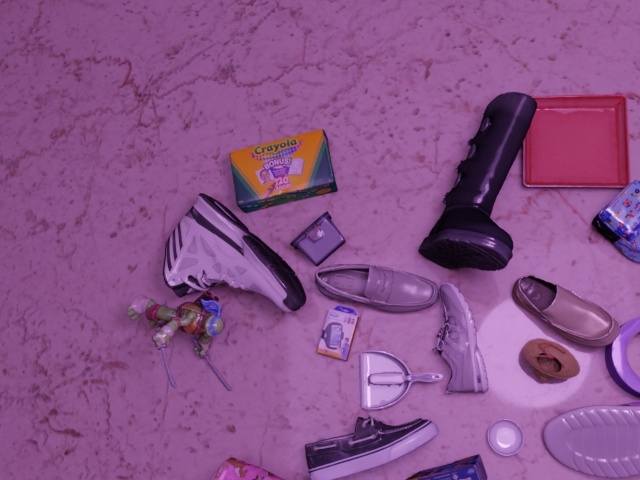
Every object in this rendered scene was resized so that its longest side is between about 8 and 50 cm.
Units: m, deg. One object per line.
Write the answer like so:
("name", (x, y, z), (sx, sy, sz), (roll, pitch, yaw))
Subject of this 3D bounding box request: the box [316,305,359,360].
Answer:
("box", (0.048, 0.238, 1.697), (0.081, 0.028, 0.136), (12, 79, 15))

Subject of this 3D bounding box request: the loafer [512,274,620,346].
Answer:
("loafer", (0.572, 0.163, 1.546), (0.269, 0.092, 0.101), (27, 84, 34))

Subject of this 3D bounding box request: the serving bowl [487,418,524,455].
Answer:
("serving bowl", (0.440, 0.468, 1.547), (0.083, 0.027, 0.083), (-3, 73, 12))

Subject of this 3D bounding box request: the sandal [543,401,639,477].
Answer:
("sandal", (0.721, 0.429, 1.462), (0.417, 0.102, 0.169), (-16, 89, 23))

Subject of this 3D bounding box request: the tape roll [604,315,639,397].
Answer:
("tape roll", (0.767, 0.271, 1.508), (0.189, 0.080, 0.188), (-3, 73, 11))

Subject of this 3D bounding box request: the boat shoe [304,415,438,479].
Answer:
("boat shoe", (0.112, 0.481, 1.563), (0.335, 0.121, 0.119), (-23, 75, 7))

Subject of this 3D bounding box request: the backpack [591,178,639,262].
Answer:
("backpack", (0.777, -0.040, 1.578), (0.158, 0.117, 0.173), (-40, 73, 0))

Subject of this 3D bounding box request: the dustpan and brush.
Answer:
("dustpan and brush", (0.197, 0.343, 1.617), (0.211, 0.060, 0.147), (-4, 73, 11))

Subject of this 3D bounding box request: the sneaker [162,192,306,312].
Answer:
("sneaker", (-0.251, 0.097, 1.754), (0.447, 0.169, 0.257), (42, 95, 26))

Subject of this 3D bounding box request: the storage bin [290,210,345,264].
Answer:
("storage bin", (0.000, 0.000, 1.747), (0.135, 0.098, 0.091), (-42, 81, -2))

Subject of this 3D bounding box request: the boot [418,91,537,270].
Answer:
("boot", (0.422, -0.153, 1.571), (0.146, 0.367, 0.445), (32, 81, -13))

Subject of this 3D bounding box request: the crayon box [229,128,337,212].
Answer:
("crayon box", (-0.104, -0.193, 1.825), (0.279, 0.081, 0.165), (-13, 72, 8))

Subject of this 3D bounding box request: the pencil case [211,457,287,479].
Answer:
("pencil case", (-0.091, 0.654, 1.537), (0.386, 0.160, 0.167), (21, 74, 16))

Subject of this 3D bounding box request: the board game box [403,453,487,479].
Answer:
("board game box", (0.301, 0.545, 1.488), (0.194, 0.194, 0.060), (-24, 72, 25))

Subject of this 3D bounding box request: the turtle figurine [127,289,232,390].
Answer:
("turtle figurine", (-0.379, 0.256, 1.686), (0.266, 0.198, 0.274), (16, 110, 36))

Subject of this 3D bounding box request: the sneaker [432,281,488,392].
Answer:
("sneaker", (0.326, 0.239, 1.597), (0.115, 0.105, 0.281), (-14, 72, 8))

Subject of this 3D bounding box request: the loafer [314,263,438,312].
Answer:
("loafer", (0.140, 0.119, 1.667), (0.320, 0.111, 0.112), (4, 75, 13))

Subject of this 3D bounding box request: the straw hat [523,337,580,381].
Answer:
("straw hat", (0.541, 0.302, 1.551), (0.145, 0.144, 0.061), (23, 121, 17))

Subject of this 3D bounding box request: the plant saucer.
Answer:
("plant saucer", (0.662, -0.253, 1.700), (0.259, 0.047, 0.258), (2, 74, 13))
